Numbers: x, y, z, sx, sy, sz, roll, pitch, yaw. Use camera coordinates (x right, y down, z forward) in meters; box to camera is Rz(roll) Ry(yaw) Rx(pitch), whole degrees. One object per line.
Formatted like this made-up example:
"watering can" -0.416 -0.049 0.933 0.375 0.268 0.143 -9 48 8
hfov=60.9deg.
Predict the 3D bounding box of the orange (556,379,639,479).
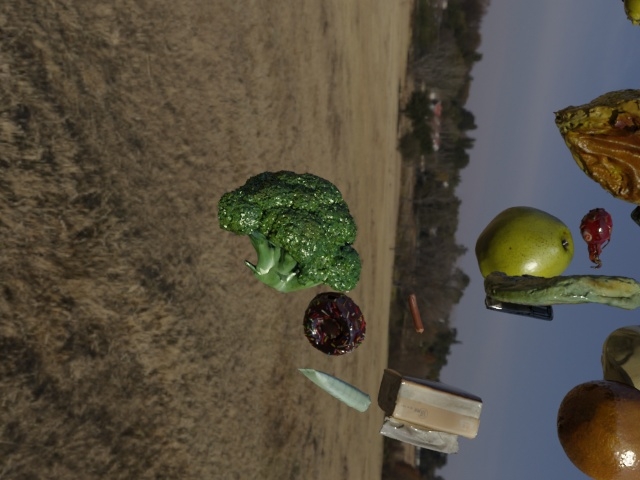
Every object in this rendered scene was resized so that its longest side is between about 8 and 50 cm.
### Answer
"orange" 0.734 0.484 1.360 0.264 0.264 0.264 3 90 -79

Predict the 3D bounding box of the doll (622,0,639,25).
"doll" 0.885 -0.660 1.469 0.135 0.143 0.221 -54 158 9

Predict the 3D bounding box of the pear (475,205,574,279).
"pear" 0.639 0.030 1.712 0.294 0.294 0.295 3 90 -79

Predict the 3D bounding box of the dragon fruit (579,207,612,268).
"dragon fruit" 0.839 -0.004 1.657 0.094 0.094 0.191 -34 124 -77

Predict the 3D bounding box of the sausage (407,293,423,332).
"sausage" 0.349 0.268 1.997 0.030 0.035 0.147 125 -40 -58

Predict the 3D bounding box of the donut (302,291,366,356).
"donut" 0.043 0.292 1.860 0.089 0.235 0.235 -33 126 -61

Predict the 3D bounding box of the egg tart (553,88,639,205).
"egg tart" 0.747 -0.224 1.273 0.153 0.339 0.351 -45 -168 -11

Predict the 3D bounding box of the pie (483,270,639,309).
"pie" 0.486 0.100 1.107 0.302 0.302 0.067 23 70 -79

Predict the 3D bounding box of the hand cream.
"hand cream" 0.038 0.375 1.393 0.078 0.204 0.050 -17 -137 59

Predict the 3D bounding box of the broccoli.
"broccoli" -0.070 -0.032 1.419 0.310 0.413 0.321 -45 -153 46

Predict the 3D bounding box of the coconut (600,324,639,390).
"coconut" 0.887 0.343 1.509 0.224 0.224 0.224 3 90 -79

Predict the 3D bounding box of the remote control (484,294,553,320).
"remote control" 0.620 0.207 1.700 0.028 0.212 0.059 98 4 -54

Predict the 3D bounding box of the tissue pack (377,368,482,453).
"tissue pack" 0.358 0.591 1.867 0.238 0.305 0.239 -163 -90 -81

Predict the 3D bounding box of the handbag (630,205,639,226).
"handbag" 1.498 -0.191 2.173 0.180 0.415 0.317 -120 -148 -42
